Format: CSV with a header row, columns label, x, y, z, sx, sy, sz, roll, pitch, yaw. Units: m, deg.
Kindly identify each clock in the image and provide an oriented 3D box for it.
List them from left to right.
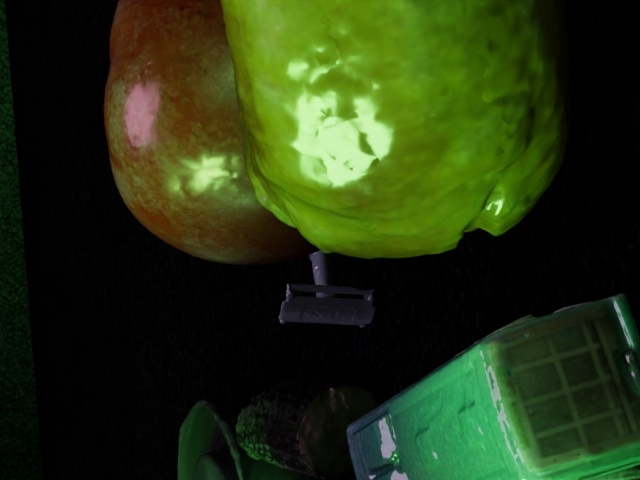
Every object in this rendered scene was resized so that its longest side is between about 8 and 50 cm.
label,x,y,z,sx,sy,sz,roll,pitch,yaw
clock,-0.064,0.299,1.434,0.325,0.067,0.325,174,90,-73

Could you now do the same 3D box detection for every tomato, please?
label,x,y,z,sx,sy,sz,roll,pitch,yaw
tomato,-0.036,-0.088,1.004,0.208,0.184,0.208,-5,-90,-84

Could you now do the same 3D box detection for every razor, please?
label,x,y,z,sx,sy,sz,roll,pitch,yaw
razor,0.000,0.000,1.164,0.040,0.068,0.135,108,161,-49

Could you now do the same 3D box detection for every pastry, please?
label,x,y,z,sx,sy,sz,roll,pitch,yaw
pastry,0.022,-0.161,0.754,0.356,0.164,0.356,-7,-90,-89

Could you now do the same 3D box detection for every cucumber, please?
label,x,y,z,sx,sy,sz,roll,pitch,yaw
cucumber,-0.016,0.141,1.218,0.241,0.074,0.074,164,100,-74

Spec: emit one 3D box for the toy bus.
label,x,y,z,sx,sy,sz,roll,pitch,yaw
toy bus,0.090,0.096,0.810,0.261,0.109,0.091,129,126,-68
